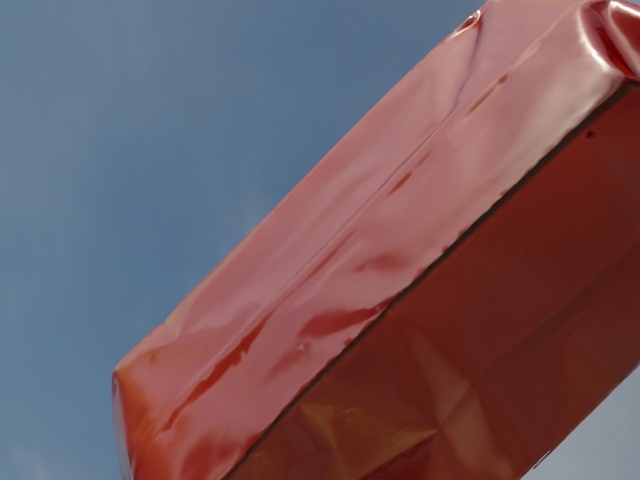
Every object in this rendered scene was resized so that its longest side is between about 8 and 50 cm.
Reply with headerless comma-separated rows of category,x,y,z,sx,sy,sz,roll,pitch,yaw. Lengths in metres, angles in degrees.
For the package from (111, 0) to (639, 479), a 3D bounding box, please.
package,0.045,0.037,0.655,0.123,0.423,0.196,45,0,-22
